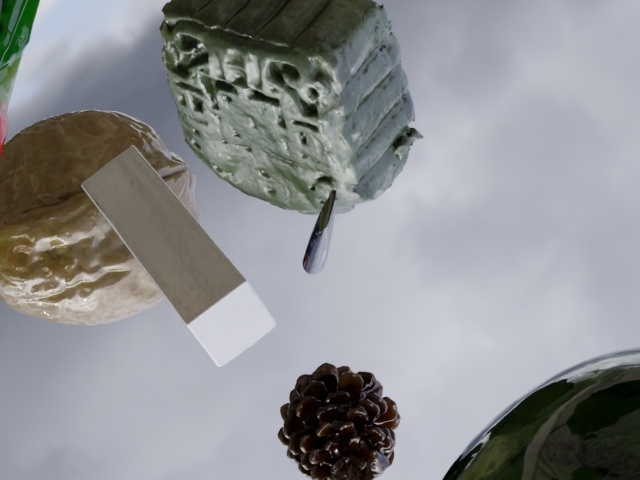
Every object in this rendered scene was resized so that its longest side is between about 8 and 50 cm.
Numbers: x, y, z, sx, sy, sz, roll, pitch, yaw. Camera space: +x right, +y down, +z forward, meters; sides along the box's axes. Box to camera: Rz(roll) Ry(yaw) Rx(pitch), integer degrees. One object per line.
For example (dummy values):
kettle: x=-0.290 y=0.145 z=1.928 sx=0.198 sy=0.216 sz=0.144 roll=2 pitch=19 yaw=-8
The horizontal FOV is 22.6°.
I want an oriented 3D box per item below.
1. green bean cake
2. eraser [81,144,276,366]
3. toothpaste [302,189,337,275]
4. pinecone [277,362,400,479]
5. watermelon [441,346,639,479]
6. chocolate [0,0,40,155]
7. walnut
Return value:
green bean cake: x=-0.028 y=-0.136 z=1.475 sx=0.222 sy=0.227 sz=0.125 roll=17 pitch=-127 yaw=26
eraser: x=-0.154 y=0.011 z=1.685 sx=0.076 sy=0.078 sz=0.298 roll=-37 pitch=-138 yaw=-6
toothpaste: x=0.000 y=0.000 z=1.348 sx=0.140 sy=0.021 sz=0.037 roll=106 pitch=-4 yaw=-66
pinecone: x=0.016 y=0.154 z=1.244 sx=0.102 sy=0.102 sz=0.109 roll=-36 pitch=-156 yaw=17
watermelon: x=0.205 y=0.217 z=0.840 sx=0.363 sy=0.363 sz=0.363 roll=-36 pitch=-158 yaw=17
chocolate: x=-0.395 y=-0.130 z=1.245 sx=0.360 sy=0.161 sz=0.341 roll=-18 pitch=129 yaw=-62
walnut: x=-0.311 y=-0.030 z=2.131 sx=0.313 sy=0.252 sz=0.277 roll=-23 pitch=-120 yaw=11
